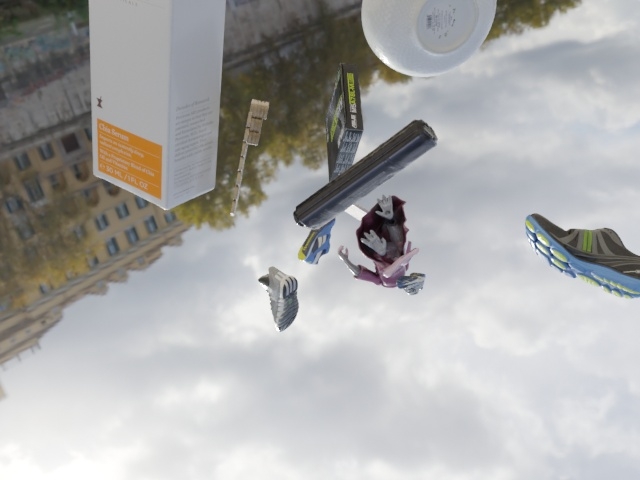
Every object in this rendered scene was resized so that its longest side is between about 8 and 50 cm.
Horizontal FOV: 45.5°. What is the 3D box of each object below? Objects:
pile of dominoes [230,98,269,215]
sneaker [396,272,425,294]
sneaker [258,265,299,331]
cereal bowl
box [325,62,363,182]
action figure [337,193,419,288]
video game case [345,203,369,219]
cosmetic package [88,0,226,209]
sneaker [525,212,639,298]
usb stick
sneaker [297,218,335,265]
[{"bbox_3d":[-0.153,-0.175,1.657,0.040,0.251,0.196,10,-160,-6],"label":"pile of dominoes"},{"bbox_3d":[0.255,0.127,2.131,0.052,0.058,0.135,7,-170,36],"label":"sneaker"},{"bbox_3d":[-0.135,0.165,2.325,0.132,0.229,0.086,36,-133,28],"label":"sneaker"},{"bbox_3d":[0.275,-0.543,1.825,0.338,0.339,0.141,-19,-142,-7],"label":"cereal bowl"},{"bbox_3d":[0.048,-0.248,1.634,0.045,0.191,0.184,5,-121,-9],"label":"box"},{"bbox_3d":[0.215,0.043,2.244,0.248,0.370,0.276,-34,-124,-14],"label":"action figure"},{"bbox_3d":[0.110,-0.086,2.278,0.011,0.087,0.122,-62,-161,-10],"label":"video game case"},{"bbox_3d":[-0.337,-0.321,1.567,0.230,0.454,0.161,23,-147,26],"label":"cosmetic package"},{"bbox_3d":[0.374,0.013,1.069,0.188,0.067,0.078,28,-111,22],"label":"sneaker"},{"bbox_3d":[0.074,-0.106,1.279,0.278,0.045,0.077,-35,156,22],"label":"usb stick"},{"bbox_3d":[0.000,0.000,1.959,0.144,0.059,0.053,-57,-152,-5],"label":"sneaker"}]
